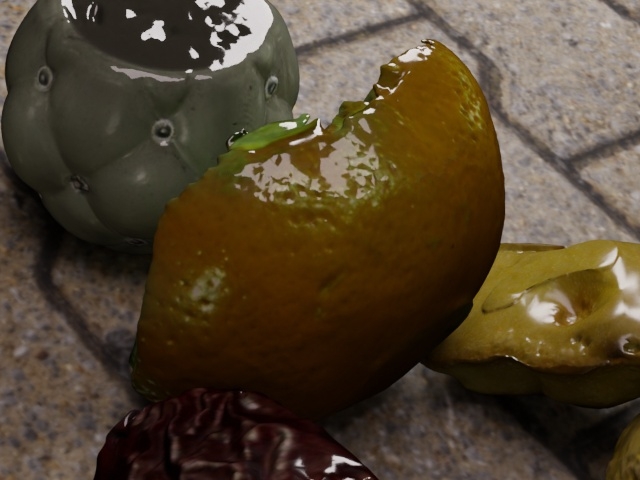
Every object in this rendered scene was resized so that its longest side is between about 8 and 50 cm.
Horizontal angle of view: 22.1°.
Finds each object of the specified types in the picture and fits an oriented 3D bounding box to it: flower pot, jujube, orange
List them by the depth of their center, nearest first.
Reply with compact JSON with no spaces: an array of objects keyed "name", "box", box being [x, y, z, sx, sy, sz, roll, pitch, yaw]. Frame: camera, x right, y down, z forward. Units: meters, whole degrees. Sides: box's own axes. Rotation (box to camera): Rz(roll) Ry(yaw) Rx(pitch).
[{"name":"jujube","box":[-0.042,0.211,0.969,0.216,0.216,0.342,-6,26,-21]},{"name":"orange","box":[0.008,0.005,1.171,0.334,0.262,0.196,-27,56,-32]},{"name":"flower pot","box":[-0.137,-0.108,1.309,0.246,0.195,0.246,9,43,-8]}]

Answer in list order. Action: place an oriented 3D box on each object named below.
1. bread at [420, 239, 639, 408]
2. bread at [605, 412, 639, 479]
[{"name":"bread","box":[0.200,0.065,1.252,0.233,0.088,0.161,-3,38,35]},{"name":"bread","box":[0.301,0.171,1.149,0.197,0.170,0.197,11,51,-14]}]
